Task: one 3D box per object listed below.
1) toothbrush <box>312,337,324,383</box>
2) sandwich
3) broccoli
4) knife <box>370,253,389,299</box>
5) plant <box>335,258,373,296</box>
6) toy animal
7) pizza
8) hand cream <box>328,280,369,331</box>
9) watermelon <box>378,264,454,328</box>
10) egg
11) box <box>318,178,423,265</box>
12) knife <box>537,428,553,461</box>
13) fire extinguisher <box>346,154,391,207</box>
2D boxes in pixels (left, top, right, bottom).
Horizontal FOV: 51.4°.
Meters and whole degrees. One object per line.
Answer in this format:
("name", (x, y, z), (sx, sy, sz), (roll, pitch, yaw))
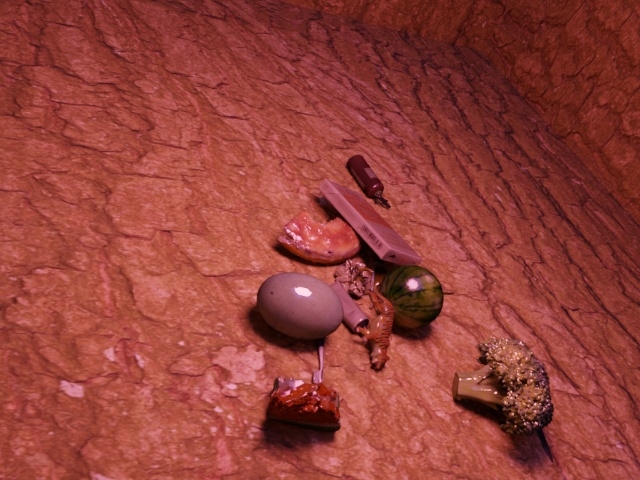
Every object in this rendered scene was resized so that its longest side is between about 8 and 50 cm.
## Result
("toothbrush", (0.002, 0.270, 1.775), (0.026, 0.024, 0.288), (10, 40, -3))
("sandwich", (-0.026, 0.368, 1.534), (0.185, 0.160, 0.109), (13, 59, -9))
("broccoli", (0.513, 0.387, 1.817), (0.260, 0.235, 0.288), (30, 1, -1))
("knife", (0.193, 0.096, 2.097), (0.061, 0.027, 0.343), (27, 37, -10))
("plant", (0.106, 0.101, 1.963), (0.116, 0.122, 0.104), (45, 50, 8))
("toy animal", (0.155, 0.232, 1.825), (0.099, 0.057, 0.241), (25, 64, -27))
("pizza", (0.000, 0.000, 2.032), (0.306, 0.085, 0.161), (6, 59, -32))
("hand cream", (0.072, 0.191, 1.891), (0.087, 0.054, 0.186), (-21, 52, -31))
("watermelon", (0.271, 0.161, 1.941), (0.215, 0.188, 0.188), (-10, 52, -42))
("egg", (-0.052, 0.170, 1.731), (0.237, 0.169, 0.169), (20, 38, -19))
("box", (0.158, -0.055, 2.145), (0.205, 0.051, 0.365), (16, 26, -50))
("knife", (0.623, 0.544, 1.875), (0.023, 0.010, 0.170), (12, 42, -22))
("fire extinguisher", (0.184, -0.209, 2.416), (0.099, 0.071, 0.231), (26, 26, -55))
